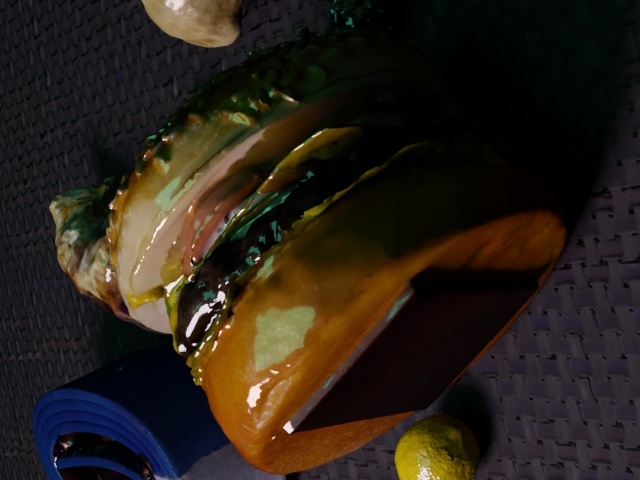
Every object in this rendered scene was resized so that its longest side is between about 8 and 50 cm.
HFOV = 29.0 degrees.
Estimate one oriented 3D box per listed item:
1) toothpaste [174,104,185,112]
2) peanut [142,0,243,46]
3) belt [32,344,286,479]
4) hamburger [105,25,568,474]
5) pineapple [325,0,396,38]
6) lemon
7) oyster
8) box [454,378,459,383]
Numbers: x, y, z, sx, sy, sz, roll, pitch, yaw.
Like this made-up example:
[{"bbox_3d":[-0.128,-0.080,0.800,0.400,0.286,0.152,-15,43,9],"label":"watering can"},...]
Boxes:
[{"bbox_3d":[-0.060,-0.079,1.083,0.218,0.041,0.064,30,136,42],"label":"toothpaste"},{"bbox_3d":[-0.127,-0.283,1.037,0.253,0.122,0.137,65,153,8],"label":"peanut"},{"bbox_3d":[-0.173,0.223,1.251,0.347,0.117,0.212,-7,103,56],"label":"belt"},{"bbox_3d":[0.000,0.000,0.823,0.225,0.291,0.291,54,139,23],"label":"hamburger"},{"bbox_3d":[0.026,-0.163,0.911,0.074,0.074,0.159,37,134,42],"label":"pineapple"},{"bbox_3d":[0.088,0.166,0.941,0.062,0.062,0.083,54,139,28],"label":"lemon"},{"bbox_3d":[-0.161,0.015,1.202,0.271,0.100,0.275,-41,65,39],"label":"oyster"},{"bbox_3d":[0.062,0.093,0.960,0.082,0.052,0.023,23,121,49],"label":"box"}]
